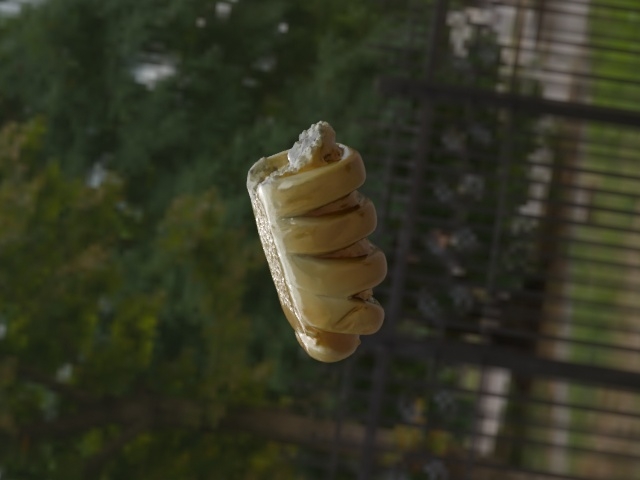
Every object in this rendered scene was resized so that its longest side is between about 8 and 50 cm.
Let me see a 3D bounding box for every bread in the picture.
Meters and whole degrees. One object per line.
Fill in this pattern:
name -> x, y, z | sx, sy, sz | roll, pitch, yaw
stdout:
bread -> 0.000, 0.000, 1.392 | 0.119, 0.084, 0.177 | -142, 38, -73
